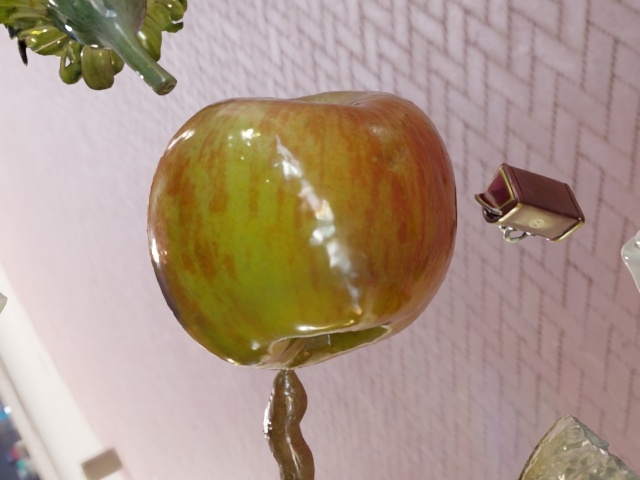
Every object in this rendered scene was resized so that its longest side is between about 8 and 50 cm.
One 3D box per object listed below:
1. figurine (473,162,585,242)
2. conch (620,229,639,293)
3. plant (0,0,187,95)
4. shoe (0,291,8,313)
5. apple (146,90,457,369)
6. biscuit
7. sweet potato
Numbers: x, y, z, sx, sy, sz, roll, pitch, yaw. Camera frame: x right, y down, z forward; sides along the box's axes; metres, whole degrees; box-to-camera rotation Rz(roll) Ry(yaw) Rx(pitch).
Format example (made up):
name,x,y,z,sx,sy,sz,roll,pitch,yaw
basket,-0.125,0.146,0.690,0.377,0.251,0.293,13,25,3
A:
name,x,y,z,sx,sy,sz,roll,pitch,yaw
figurine,0.274,-0.041,1.515,0.098,0.154,0.082,-56,31,39
conch,0.491,0.040,1.567,0.176,0.094,0.104,60,176,-23
plant,-0.284,-0.276,1.335,0.261,0.305,0.297,-18,74,32
shoe,-0.521,0.089,1.426,0.110,0.095,0.265,40,-167,9
apple,-0.015,-0.005,1.040,0.301,0.301,0.302,53,157,33
biscuit,0.242,0.253,1.024,0.038,0.141,0.290,50,180,-16
sweet potato,-0.043,0.277,1.496,0.065,0.051,0.219,-4,95,24
